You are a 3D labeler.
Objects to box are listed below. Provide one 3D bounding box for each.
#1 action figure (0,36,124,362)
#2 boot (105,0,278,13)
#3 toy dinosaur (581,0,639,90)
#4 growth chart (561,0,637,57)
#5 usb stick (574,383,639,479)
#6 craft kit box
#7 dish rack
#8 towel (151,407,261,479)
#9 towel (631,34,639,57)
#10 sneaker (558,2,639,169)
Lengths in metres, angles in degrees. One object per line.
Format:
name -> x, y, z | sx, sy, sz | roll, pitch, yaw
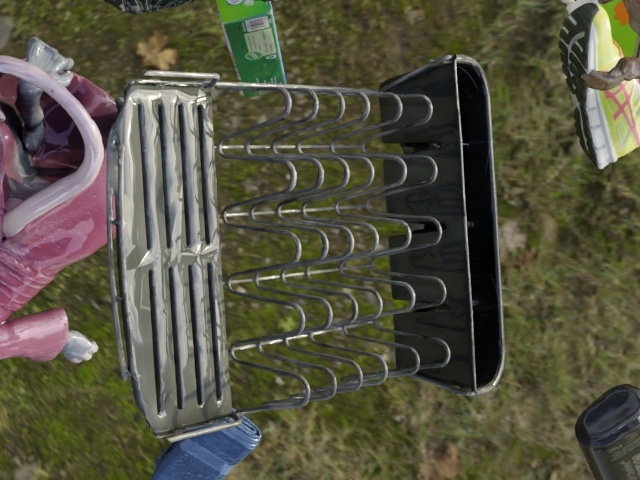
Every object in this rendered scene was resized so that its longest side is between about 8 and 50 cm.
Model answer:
action figure -> -0.285, 0.018, 1.087 | 0.248, 0.276, 0.370 | 36, 97, -11
boot -> -0.124, -0.280, 1.004 | 0.246, 0.207, 0.094 | -18, 134, -30
toy dinosaur -> 0.315, -0.175, 0.846 | 0.127, 0.296, 0.200 | 36, 68, -56
growth chart -> 0.400, -0.291, 1.382 | 0.172, 0.237, 0.021 | 52, 39, 4
usb stick -> 0.296, 0.208, 1.137 | 0.077, 0.045, 0.278 | -33, 148, 2
craft kit box -> -0.095, -0.299, 1.218 | 0.061, 0.250, 0.246 | -12, 80, -1
dish rack -> 0.000, 0.000, 0.658 | 0.271, 0.074, 0.208 | -6, 92, -50
towel -> -0.119, 0.221, 1.224 | 0.067, 0.029, 0.119 | 37, 113, -14
towel -> 0.341, -0.215, 1.041 | 0.148, 0.027, 0.110 | -27, 148, -19
sneaker -> 0.325, -0.180, 1.306 | 0.094, 0.081, 0.208 | -19, 132, 2
